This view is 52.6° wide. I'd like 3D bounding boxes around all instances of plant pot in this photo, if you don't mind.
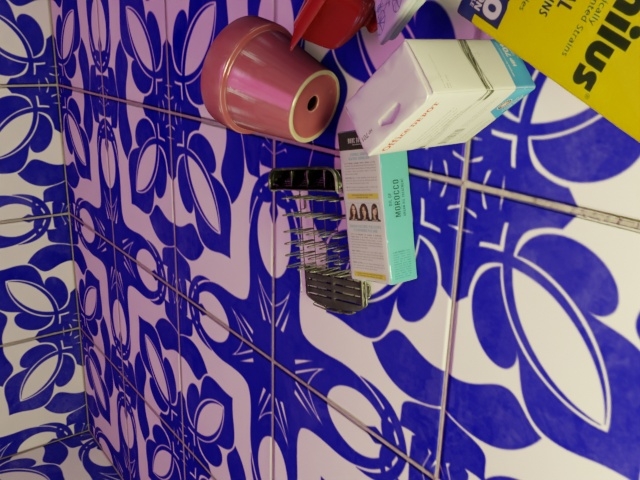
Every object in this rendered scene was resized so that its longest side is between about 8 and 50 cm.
[{"bbox_3d":[-0.075,-0.262,1.119,0.180,0.201,0.202,32,125,28],"label":"plant pot"}]

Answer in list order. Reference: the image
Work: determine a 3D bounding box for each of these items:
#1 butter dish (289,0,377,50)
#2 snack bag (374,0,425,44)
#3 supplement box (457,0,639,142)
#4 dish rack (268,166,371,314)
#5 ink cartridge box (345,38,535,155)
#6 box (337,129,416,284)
[{"bbox_3d":[0.042,-0.360,0.988,0.160,0.118,0.160,-43,24,52],"label":"butter dish"},{"bbox_3d":[0.134,-0.455,0.754,0.342,0.037,0.323,146,123,-64],"label":"snack bag"},{"bbox_3d":[0.329,-0.201,0.556,0.357,0.195,0.194,50,136,33],"label":"supplement box"},{"bbox_3d":[0.000,0.000,1.171,0.208,0.074,0.272,8,105,54],"label":"dish rack"},{"bbox_3d":[0.149,-0.180,0.813,0.139,0.190,0.082,-39,68,51],"label":"ink cartridge box"},{"bbox_3d":[0.091,-0.057,1.039,0.100,0.060,0.245,5,103,53],"label":"box"}]
